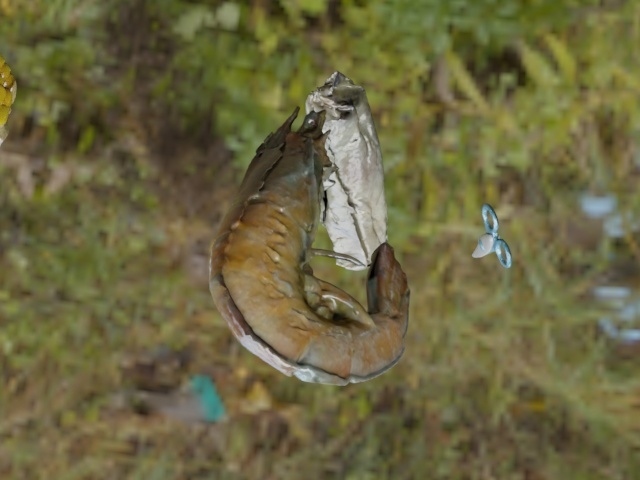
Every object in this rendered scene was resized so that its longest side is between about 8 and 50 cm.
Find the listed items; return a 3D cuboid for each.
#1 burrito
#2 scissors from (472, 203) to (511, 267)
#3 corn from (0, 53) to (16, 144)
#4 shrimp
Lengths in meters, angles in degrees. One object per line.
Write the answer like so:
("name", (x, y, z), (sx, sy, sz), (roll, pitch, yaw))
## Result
("burrito", (0.020, -0.052, 1.495), (0.045, 0.058, 0.188), (25, 141, 33))
("scissors", (0.146, 0.003, 1.660), (0.014, 0.058, 0.119), (-20, 173, -8))
("corn", (-0.235, -0.122, 0.982), (0.207, 0.068, 0.068), (47, 141, -19))
("shrimp", (-0.001, 0.001, 1.267), (0.143, 0.251, 0.052), (29, 134, -17))
